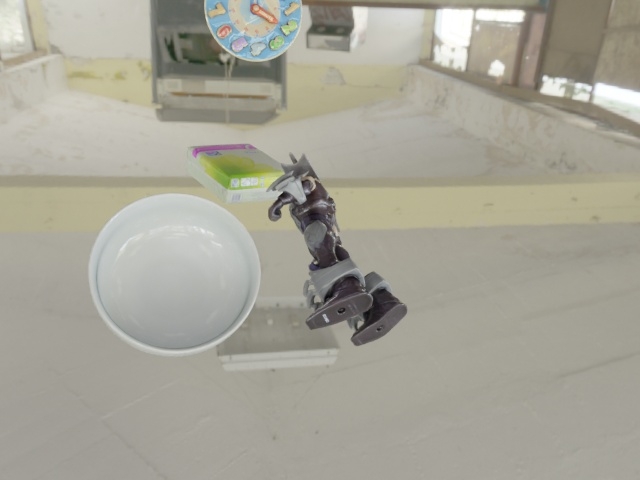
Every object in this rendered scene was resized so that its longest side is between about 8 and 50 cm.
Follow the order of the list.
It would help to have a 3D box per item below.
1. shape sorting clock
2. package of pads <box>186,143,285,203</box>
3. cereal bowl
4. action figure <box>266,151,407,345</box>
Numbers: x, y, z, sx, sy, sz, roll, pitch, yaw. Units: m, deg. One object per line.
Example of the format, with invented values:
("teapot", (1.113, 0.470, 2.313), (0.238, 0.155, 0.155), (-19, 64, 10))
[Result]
("shape sorting clock", (-0.139, -0.484, 1.087), (0.206, 0.206, 0.040), (-5, -168, -14))
("package of pads", (-0.245, -0.208, 1.581), (0.229, 0.101, 0.296), (-9, -149, -35))
("cereal bowl", (-0.302, 0.080, 1.079), (0.339, 0.141, 0.339), (9, -117, -19))
("action figure", (0.000, 0.000, 0.682), (0.099, 0.185, 0.285), (-35, -137, 8))
